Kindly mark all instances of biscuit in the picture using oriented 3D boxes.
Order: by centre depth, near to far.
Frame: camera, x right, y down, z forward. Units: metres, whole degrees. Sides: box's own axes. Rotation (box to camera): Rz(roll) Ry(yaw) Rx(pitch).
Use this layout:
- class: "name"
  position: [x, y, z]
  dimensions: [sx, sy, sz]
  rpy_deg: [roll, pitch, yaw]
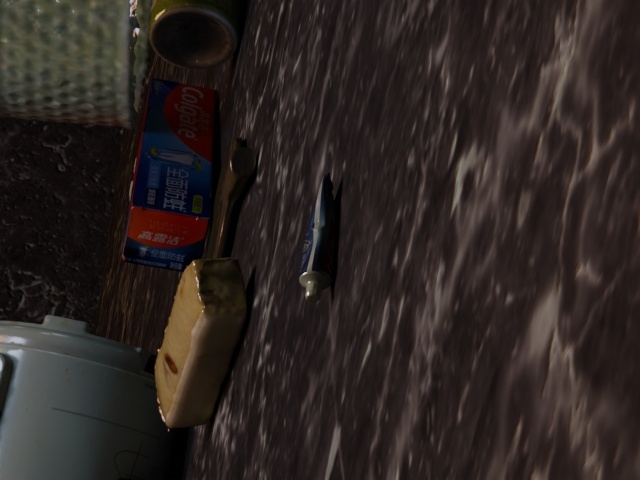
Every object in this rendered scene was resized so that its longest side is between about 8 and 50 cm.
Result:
- class: "biscuit"
  position: [-0.095, 0.086, 1.499]
  dimensions: [0.188, 0.052, 0.056]
  rpy_deg: [110, 154, -52]

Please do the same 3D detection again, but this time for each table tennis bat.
- class: "table tennis bat"
  position: [-0.081, -0.034, 1.653]
  dimensions: [0.234, 0.022, 0.131]
  rpy_deg: [122, 157, -73]

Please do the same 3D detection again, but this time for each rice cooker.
- class: "rice cooker"
  position: [-0.251, 0.199, 1.757]
  dimensions: [0.241, 0.281, 0.227]
  rpy_deg: [31, -114, -54]

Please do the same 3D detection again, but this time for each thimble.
- class: "thimble"
  position: [-0.246, -0.244, 1.901]
  dimensions: [0.271, 0.150, 0.270]
  rpy_deg: [-176, 90, -88]

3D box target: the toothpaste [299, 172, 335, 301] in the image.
- class: "toothpaste"
  position: [0.000, 0.000, 1.094]
  dimensions: [0.027, 0.019, 0.083]
  rpy_deg: [84, -169, -52]

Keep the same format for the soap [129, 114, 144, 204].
- class: "soap"
  position: [-0.175, -0.066, 2.112]
  dimensions: [0.198, 0.067, 0.119]
  rpy_deg: [-106, 28, -70]

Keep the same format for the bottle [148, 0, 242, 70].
- class: "bottle"
  position: [-0.120, -0.325, 1.968]
  dimensions: [0.093, 0.093, 0.330]
  rpy_deg: [110, 166, -49]

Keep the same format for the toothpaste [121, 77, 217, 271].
- class: "toothpaste"
  position: [-0.148, -0.070, 1.885]
  dimensions: [0.320, 0.076, 0.066]
  rpy_deg: [-94, 16, -62]
